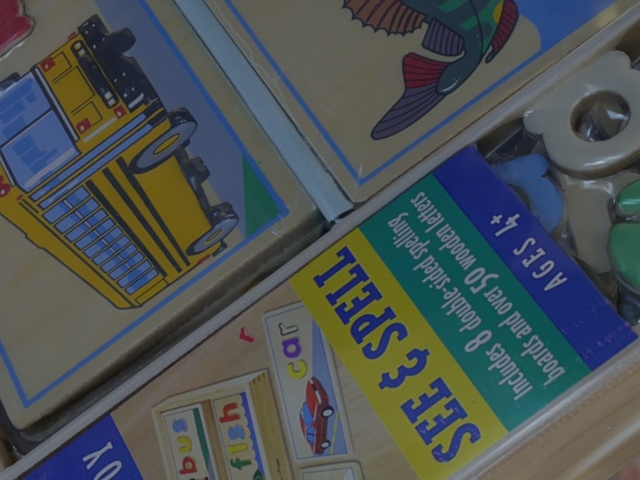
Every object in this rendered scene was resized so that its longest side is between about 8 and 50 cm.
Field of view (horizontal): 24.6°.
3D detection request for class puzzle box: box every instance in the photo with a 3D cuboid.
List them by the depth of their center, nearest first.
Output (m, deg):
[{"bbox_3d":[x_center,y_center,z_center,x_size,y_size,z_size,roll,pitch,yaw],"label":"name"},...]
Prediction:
[{"bbox_3d":[-0.035,-0.062,0.519,0.409,0.272,0.052,55,3,38],"label":"puzzle box"}]
